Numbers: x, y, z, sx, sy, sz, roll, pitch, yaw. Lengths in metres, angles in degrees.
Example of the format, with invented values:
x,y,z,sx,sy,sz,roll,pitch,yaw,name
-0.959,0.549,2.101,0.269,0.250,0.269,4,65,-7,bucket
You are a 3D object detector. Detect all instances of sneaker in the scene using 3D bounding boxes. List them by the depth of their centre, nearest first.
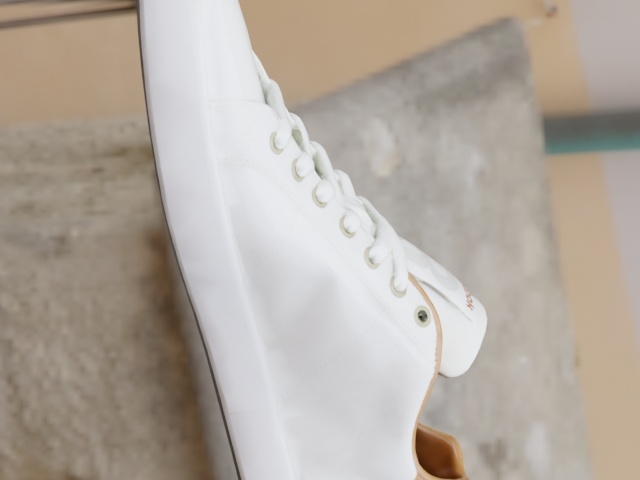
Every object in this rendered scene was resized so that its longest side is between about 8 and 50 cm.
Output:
x,y,z,sx,sy,sz,roll,pitch,yaw,name
0.000,0.000,0.821,0.106,0.123,0.290,-102,177,-59,sneaker
